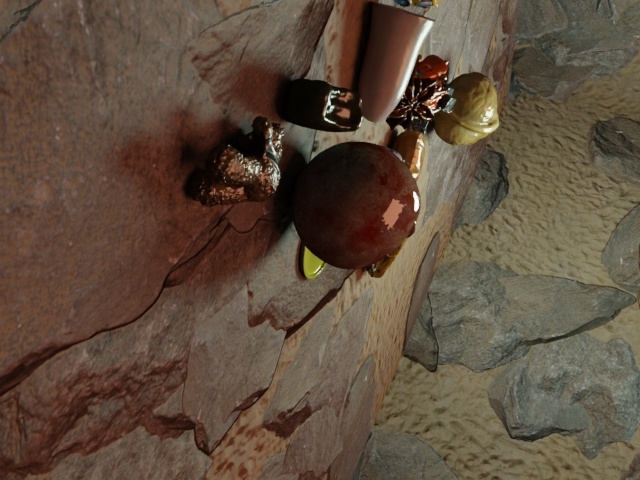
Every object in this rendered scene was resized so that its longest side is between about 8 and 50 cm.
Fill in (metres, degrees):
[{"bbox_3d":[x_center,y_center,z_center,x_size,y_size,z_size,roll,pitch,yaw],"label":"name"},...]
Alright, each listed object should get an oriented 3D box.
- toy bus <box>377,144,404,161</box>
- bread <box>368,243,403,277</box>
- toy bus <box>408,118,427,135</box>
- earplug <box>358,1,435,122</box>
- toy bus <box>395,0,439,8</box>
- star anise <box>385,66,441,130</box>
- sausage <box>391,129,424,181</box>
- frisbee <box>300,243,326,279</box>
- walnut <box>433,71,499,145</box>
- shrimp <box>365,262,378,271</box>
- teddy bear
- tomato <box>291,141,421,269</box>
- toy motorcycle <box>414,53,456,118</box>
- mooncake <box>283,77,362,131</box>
[{"bbox_3d":[0.157,-0.185,1.843,0.142,0.142,0.202,-15,122,-60],"label":"toy bus"},{"bbox_3d":[0.257,0.008,2.277,0.210,0.099,0.235,-49,169,-49],"label":"bread"},{"bbox_3d":[0.374,-0.447,2.295,0.075,0.064,0.190,42,67,-81],"label":"toy bus"},{"bbox_3d":[0.177,-0.467,1.656,0.172,0.172,0.301,-32,143,-60],"label":"earplug"},{"bbox_3d":[0.274,-0.729,1.682,0.126,0.136,0.209,-69,161,-6],"label":"toy bus"},{"bbox_3d":[0.263,-0.433,1.913,0.220,0.126,0.190,18,92,-43],"label":"star anise"},{"bbox_3d":[0.295,-0.269,2.145,0.136,0.120,0.241,-35,140,-71],"label":"sausage"},{"bbox_3d":[0.000,0.000,1.765,0.236,0.017,0.236,-53,153,-43],"label":"frisbee"},{"bbox_3d":[0.591,-0.526,2.498,0.285,0.285,0.296,-45,169,-51],"label":"walnut"},{"bbox_3d":[0.176,-0.059,2.080,0.247,0.085,0.360,-26,125,-62],"label":"shrimp"},{"bbox_3d":[-0.133,-0.132,1.152,0.182,0.129,0.251,-41,-172,40],"label":"teddy bear"},{"bbox_3d":[0.083,-0.086,1.490,0.282,0.317,0.316,44,62,-34],"label":"tomato"},{"bbox_3d":[0.364,-0.516,2.092,0.221,0.148,0.326,-54,158,24],"label":"toy motorcycle"},{"bbox_3d":[0.009,-0.291,1.334,0.175,0.168,0.104,-40,144,-81],"label":"mooncake"}]
